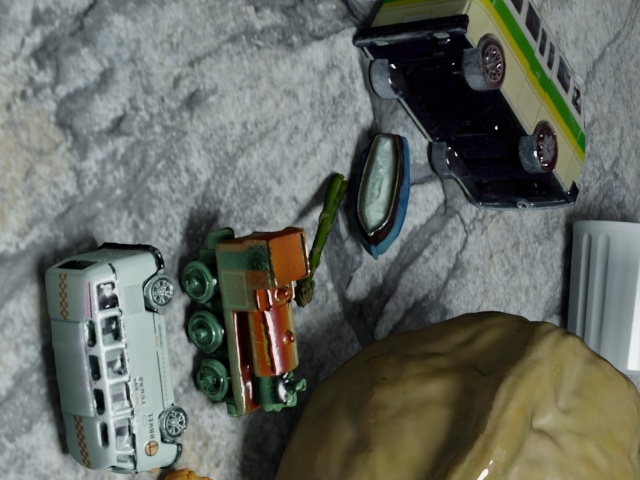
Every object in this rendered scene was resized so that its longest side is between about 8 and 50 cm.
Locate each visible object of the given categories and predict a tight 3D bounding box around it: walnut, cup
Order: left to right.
[{"bbox_3d":[0.146,0.241,1.293,0.381,0.381,0.381,-2,92,-52],"label":"walnut"},{"bbox_3d":[0.428,0.083,1.798,0.221,0.167,0.202,12,85,-50],"label":"cup"}]

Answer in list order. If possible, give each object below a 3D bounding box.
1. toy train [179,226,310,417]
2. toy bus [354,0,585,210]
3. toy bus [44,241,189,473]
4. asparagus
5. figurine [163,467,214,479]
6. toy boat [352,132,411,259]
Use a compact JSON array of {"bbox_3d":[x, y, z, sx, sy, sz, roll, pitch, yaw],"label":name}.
[{"bbox_3d":[-0.062,0.075,1.202,0.074,0.118,0.175,-15,100,-48],"label":"toy train"},{"bbox_3d":[0.189,-0.181,1.499,0.305,0.143,0.179,49,52,-39],"label":"toy bus"},{"bbox_3d":[-0.171,0.102,1.093,0.089,0.087,0.193,-14,102,-44],"label":"toy bus"},{"bbox_3d":[0.000,0.000,1.300,0.233,0.022,0.023,-73,-172,-55],"label":"asparagus"},{"bbox_3d":[-0.102,0.248,1.205,0.109,0.064,0.047,47,30,-25],"label":"figurine"},{"bbox_3d":[0.066,-0.049,1.415,0.061,0.060,0.137,55,40,-70],"label":"toy boat"}]
